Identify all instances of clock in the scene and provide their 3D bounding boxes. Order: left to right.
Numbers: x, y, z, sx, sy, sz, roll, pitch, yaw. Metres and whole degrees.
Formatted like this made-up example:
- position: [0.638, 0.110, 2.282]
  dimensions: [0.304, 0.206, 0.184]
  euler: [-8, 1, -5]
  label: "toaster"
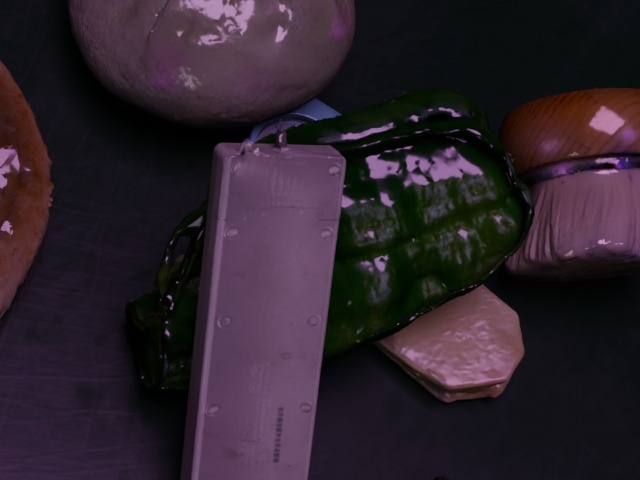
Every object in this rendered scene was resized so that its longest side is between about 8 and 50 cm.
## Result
- position: [-0.029, -0.070, 1.569]
  dimensions: [0.108, 0.045, 0.147]
  euler: [33, 60, 0]
  label: "clock"

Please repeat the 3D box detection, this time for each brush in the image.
- position: [0.298, -0.048, 1.614]
  dimensions: [0.267, 0.174, 0.166]
  euler: [1, 78, -38]
  label: "brush"

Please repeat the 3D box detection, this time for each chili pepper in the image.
- position: [-0.005, -0.007, 1.456]
  dimensions: [0.385, 0.167, 0.213]
  euler: [-24, 109, -14]
  label: "chili pepper"

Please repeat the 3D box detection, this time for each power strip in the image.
- position: [-0.049, 0.077, 1.356]
  dimensions: [0.106, 0.043, 0.367]
  euler: [1, 109, -20]
  label: "power strip"

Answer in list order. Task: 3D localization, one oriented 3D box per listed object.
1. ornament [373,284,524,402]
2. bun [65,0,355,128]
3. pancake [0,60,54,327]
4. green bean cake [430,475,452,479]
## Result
- position: [0.091, 0.053, 1.545]
  dimensions: [0.180, 0.059, 0.201]
  euler: [-5, 68, -10]
  label: "ornament"
- position: [-0.098, -0.244, 1.535]
  dimensions: [0.283, 0.179, 0.283]
  euler: [5, 53, -7]
  label: "bun"
- position: [-0.413, -0.049, 1.411]
  dimensions: [0.382, 0.071, 0.382]
  euler: [8, 62, -15]
  label: "pancake"
- position: [0.109, 0.303, 1.355]
  dimensions: [0.094, 0.173, 0.181]
  euler: [10, 59, -13]
  label: "green bean cake"
